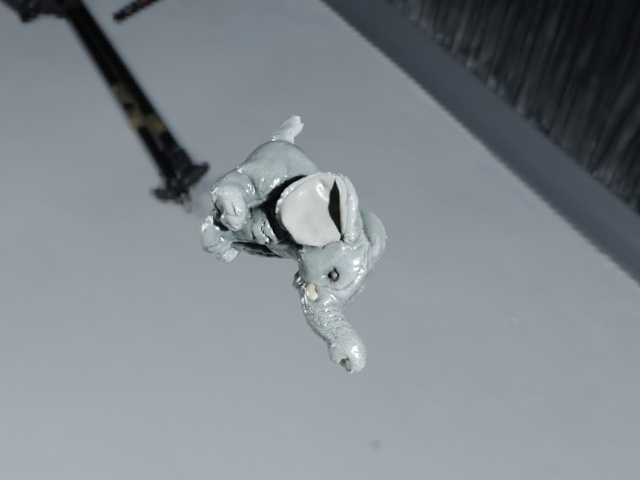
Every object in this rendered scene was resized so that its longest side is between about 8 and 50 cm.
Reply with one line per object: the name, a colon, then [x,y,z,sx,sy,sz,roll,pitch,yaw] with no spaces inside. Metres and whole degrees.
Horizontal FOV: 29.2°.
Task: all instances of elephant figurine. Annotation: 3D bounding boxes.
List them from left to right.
elephant figurine: [0.000,0.000,1.384,0.239,0.186,0.169,26,29,22]
